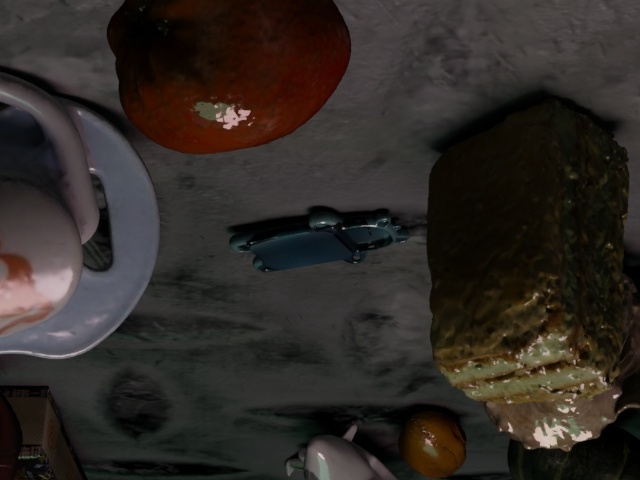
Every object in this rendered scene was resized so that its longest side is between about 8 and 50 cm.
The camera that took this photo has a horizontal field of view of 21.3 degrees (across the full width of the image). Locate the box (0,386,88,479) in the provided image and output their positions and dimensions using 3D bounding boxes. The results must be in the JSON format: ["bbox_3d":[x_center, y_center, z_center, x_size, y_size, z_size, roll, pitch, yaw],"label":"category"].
[{"bbox_3d":[-0.378,0.259,1.898,0.198,0.084,0.310,0,152,2],"label":"box"}]

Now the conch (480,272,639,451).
[{"bbox_3d":[0.218,0.094,1.449,0.178,0.163,0.245,18,-174,0],"label":"conch"}]

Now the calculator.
[{"bbox_3d":[0.000,0.000,1.395,0.141,0.019,0.094,-10,155,19],"label":"calculator"}]

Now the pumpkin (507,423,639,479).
[{"bbox_3d":[0.280,0.243,1.806,0.167,0.125,0.167,33,-173,-4],"label":"pumpkin"}]

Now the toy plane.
[{"bbox_3d":[0.045,0.280,1.928,0.251,0.101,0.255,28,159,38],"label":"toy plane"}]

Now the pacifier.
[{"bbox_3d":[-0.263,-0.019,1.222,0.279,0.227,0.207,-12,-165,-18],"label":"pacifier"}]

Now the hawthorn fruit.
[{"bbox_3d":[-0.053,-0.113,1.003,0.138,0.132,0.133,5,158,-36],"label":"hawthorn fruit"}]

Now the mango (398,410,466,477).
[{"bbox_3d":[0.121,0.223,1.852,0.077,0.063,0.127,6,157,9],"label":"mango"}]

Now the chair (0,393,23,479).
[{"bbox_3d":[-0.393,0.161,1.526,0.227,0.226,0.401,1,158,0],"label":"chair"}]

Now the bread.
[{"bbox_3d":[0.144,0.013,1.201,0.102,0.196,0.138,21,154,-32],"label":"bread"}]
